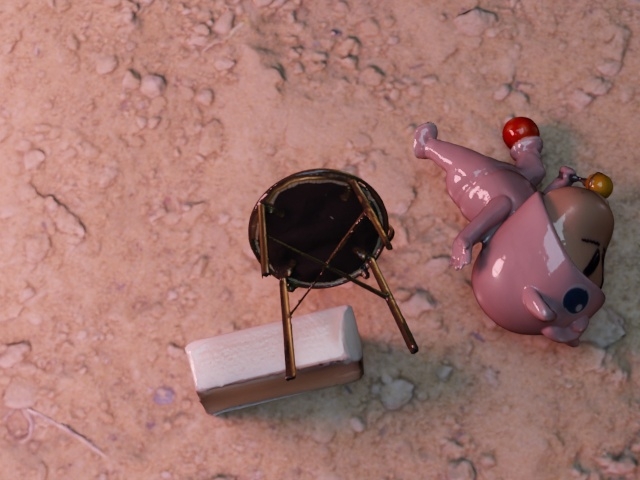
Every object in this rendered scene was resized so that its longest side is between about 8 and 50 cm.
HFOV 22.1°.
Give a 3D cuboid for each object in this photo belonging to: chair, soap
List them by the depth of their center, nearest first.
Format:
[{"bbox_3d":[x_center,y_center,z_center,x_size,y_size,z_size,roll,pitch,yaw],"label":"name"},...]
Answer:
[{"bbox_3d":[0.000,0.000,1.710,0.160,0.170,0.326,-13,30,2],"label":"chair"},{"bbox_3d":[-0.047,0.132,1.771,0.183,0.121,0.064,-13,72,-3],"label":"soap"}]

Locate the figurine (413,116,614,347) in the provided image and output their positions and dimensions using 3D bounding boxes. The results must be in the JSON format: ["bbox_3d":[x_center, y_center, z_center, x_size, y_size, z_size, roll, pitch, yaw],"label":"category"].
[{"bbox_3d":[0.226,-0.027,1.795,0.186,0.176,0.287,-35,55,17],"label":"figurine"}]
